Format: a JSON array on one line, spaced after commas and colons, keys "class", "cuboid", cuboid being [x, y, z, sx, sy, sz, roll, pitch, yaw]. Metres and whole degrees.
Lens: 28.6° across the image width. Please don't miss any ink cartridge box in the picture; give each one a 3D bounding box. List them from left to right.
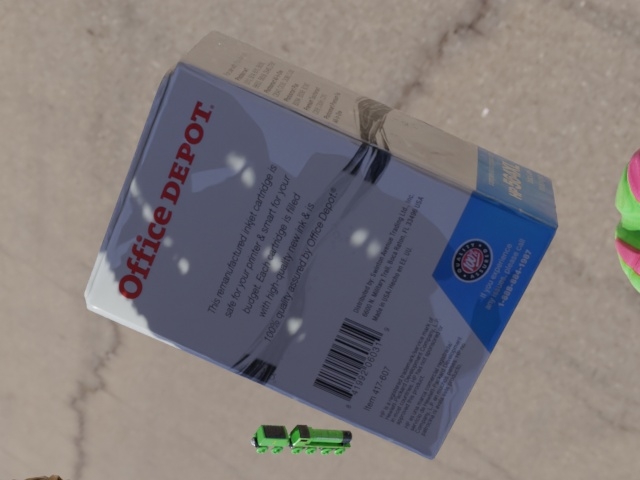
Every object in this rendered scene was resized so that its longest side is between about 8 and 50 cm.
[{"class": "ink cartridge box", "cuboid": [0.000, 0.000, 0.657, 0.203, 0.086, 0.148, 25, 113, -1]}]

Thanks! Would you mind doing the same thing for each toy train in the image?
[{"class": "toy train", "cuboid": [-0.012, 0.147, 0.929, 0.083, 0.017, 0.024, 7, 138, -30]}]

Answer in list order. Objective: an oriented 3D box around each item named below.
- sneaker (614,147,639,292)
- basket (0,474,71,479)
[{"class": "sneaker", "cuboid": [0.430, 0.004, 0.866, 0.482, 0.202, 0.185, 27, 124, 50]}, {"class": "basket", "cuboid": [-0.081, 0.240, 0.526, 0.299, 0.213, 0.223, 55, -171, -11]}]
